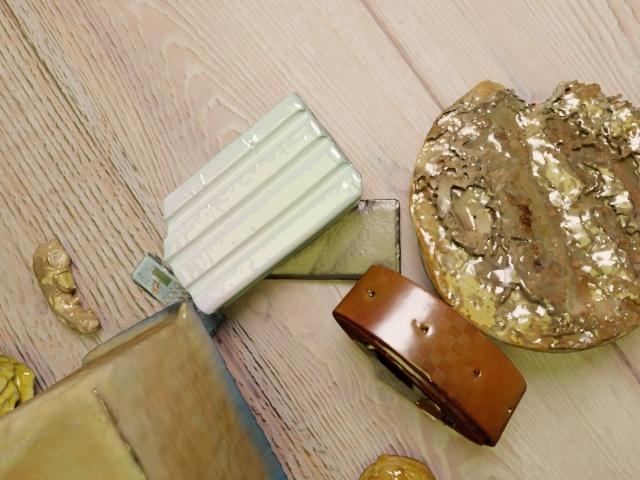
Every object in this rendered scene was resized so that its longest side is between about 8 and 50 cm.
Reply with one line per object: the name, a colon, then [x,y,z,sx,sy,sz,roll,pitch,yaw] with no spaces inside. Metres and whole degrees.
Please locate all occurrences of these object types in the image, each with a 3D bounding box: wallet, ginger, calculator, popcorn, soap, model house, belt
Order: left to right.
popcorn: [-0.574,0.251,0.713,0.195,0.168,0.173,15,131,17]
ginger: [-0.427,0.082,0.746,0.069,0.051,0.173,-30,92,13]
model house: [-0.260,0.307,0.591,0.382,0.342,0.335,-26,95,10]
calculator: [-0.235,0.093,0.733,0.172,0.018,0.057,40,95,7]
soap: [-0.089,-0.049,0.645,0.289,0.095,0.173,-38,85,6]
wallet: [0.000,0.000,0.692,0.244,0.025,0.124,-1,89,8]
belt: [0.136,0.152,0.596,0.261,0.184,0.105,41,73,-4]

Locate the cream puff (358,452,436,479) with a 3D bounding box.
cream puff: [0.120,0.389,0.647,0.144,0.103,0.126,33,94,0]

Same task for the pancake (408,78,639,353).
pancake: [0.301,-0.053,0.585,0.382,0.071,0.382,0,75,0]
